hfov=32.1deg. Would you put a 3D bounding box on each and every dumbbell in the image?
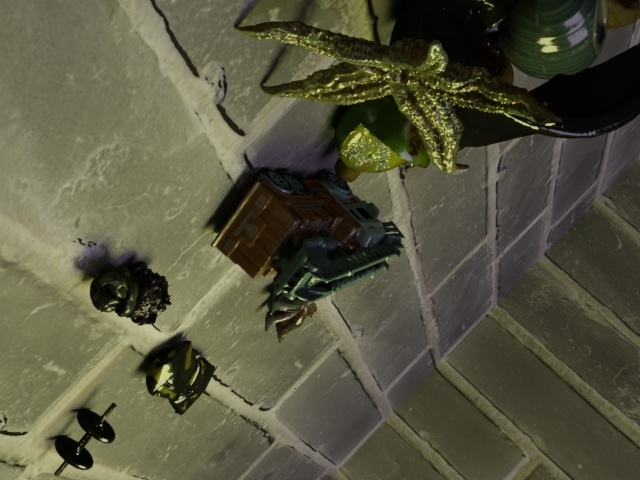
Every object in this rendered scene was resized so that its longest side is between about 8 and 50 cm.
[{"bbox_3d":[-0.354,0.300,1.678,0.147,0.069,0.069,-50,162,8],"label":"dumbbell"}]

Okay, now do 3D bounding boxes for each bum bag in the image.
[{"bbox_3d":[-0.228,0.224,1.823,0.107,0.060,0.232,-53,165,-13],"label":"bum bag"}]

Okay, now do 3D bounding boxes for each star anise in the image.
[{"bbox_3d":[-0.038,0.102,1.986,0.204,0.061,0.181,-37,154,-37],"label":"star anise"}]

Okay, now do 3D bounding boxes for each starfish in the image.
[{"bbox_3d":[0.081,-0.189,1.265,0.078,0.357,0.347,-67,-163,-11],"label":"starfish"}]

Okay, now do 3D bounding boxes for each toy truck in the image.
[{"bbox_3d":[0.000,0.000,1.665,0.133,0.184,0.338,-52,161,19],"label":"toy truck"}]

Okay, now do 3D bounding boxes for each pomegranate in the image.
[{"bbox_3d":[0.087,-0.158,1.653,0.143,0.123,0.169,7,168,-34],"label":"pomegranate"}]

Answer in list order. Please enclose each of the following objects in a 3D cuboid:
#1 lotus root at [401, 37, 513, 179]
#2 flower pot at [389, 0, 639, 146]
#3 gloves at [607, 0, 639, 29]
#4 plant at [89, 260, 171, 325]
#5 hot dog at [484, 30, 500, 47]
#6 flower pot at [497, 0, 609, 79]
[{"bbox_3d":[0.192,-0.209,1.732,0.154,0.154,0.278,-32,165,-39],"label":"lotus root"},{"bbox_3d":[0.227,-0.269,1.470,0.379,0.379,0.251,-36,-179,-30],"label":"flower pot"},{"bbox_3d":[0.508,-0.445,1.944,0.331,0.154,0.141,-32,156,-56],"label":"gloves"},{"bbox_3d":[-0.248,0.067,1.431,0.174,0.087,0.085,21,81,-76],"label":"plant"},{"bbox_3d":[0.256,-0.295,1.821,0.147,0.065,0.099,-22,141,-48],"label":"hot dog"},{"bbox_3d":[0.366,-0.351,1.744,0.243,0.157,0.189,38,66,-66],"label":"flower pot"}]
